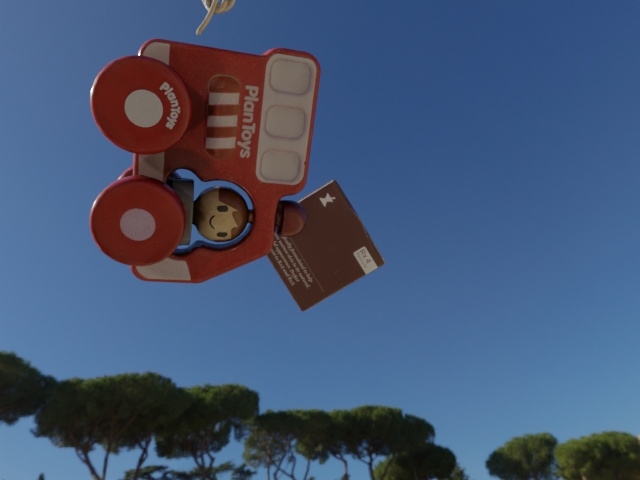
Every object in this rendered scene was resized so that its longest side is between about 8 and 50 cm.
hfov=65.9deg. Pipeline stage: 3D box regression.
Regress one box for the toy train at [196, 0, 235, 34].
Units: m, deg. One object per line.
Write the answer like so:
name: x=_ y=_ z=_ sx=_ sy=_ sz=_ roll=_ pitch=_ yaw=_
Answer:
toy train: x=-0.113 y=-0.337 z=0.581 sx=0.105 sy=0.248 sz=0.143 roll=23 pitch=-4 yaw=-23

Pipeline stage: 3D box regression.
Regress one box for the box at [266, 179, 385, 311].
box: x=0.000 y=0.000 z=0.913 sx=0.167 sy=0.169 sz=0.203 roll=-31 pitch=4 yaw=5

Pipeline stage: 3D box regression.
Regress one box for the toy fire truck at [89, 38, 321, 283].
toy fire truck: x=-0.133 y=-0.091 z=0.613 sx=0.253 sy=0.169 sz=0.302 roll=3 pitch=-76 yaw=-14
